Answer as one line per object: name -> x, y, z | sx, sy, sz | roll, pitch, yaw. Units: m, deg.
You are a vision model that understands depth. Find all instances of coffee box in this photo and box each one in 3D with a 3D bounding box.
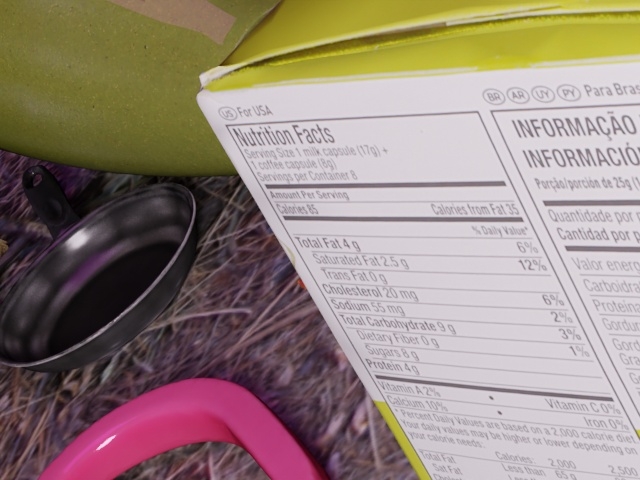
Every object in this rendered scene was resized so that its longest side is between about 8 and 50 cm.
coffee box -> 0.225, -0.040, 0.816 | 0.338, 0.334, 0.337 | 0, 40, 47

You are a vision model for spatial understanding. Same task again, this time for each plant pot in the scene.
plant pot -> -0.124, -0.159, 1.570 | 0.293, 0.275, 0.275 | 24, 65, 40

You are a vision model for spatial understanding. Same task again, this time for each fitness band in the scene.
fitness band -> -0.095, 0.187, 1.204 | 0.209, 0.054, 0.291 | -41, 29, -5

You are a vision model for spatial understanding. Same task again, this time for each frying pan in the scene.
frying pan -> -0.207, 0.028, 1.569 | 0.197, 0.053, 0.326 | -49, 28, -21

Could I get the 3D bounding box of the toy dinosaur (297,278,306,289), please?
toy dinosaur -> 0.000, 0.000, 1.355 | 0.047, 0.090, 0.082 | -40, -8, 30

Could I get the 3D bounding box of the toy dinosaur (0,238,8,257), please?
toy dinosaur -> -0.314, 0.039, 1.695 | 0.092, 0.053, 0.183 | -42, 10, -26
